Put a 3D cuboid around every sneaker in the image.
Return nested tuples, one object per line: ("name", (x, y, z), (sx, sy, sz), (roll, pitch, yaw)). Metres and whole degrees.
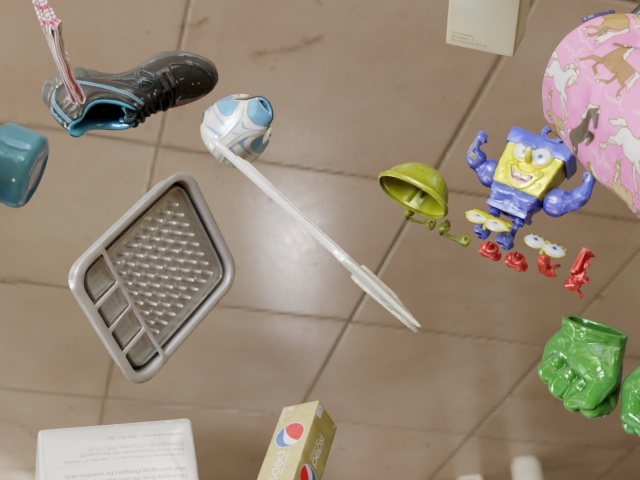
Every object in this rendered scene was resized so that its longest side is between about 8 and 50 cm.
("sneaker", (-0.094, -0.135, 1.165), (0.086, 0.237, 0.085), (-33, 102, 1))
("sneaker", (-0.346, -0.267, 1.868), (0.341, 0.139, 0.125), (-16, 138, -22))

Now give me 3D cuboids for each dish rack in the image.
("dish rack", (-0.312, 0.063, 1.802), (0.072, 0.333, 0.285), (7, 133, 39))

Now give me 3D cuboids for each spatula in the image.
("spatula", (0.000, 0.000, 0.893), (0.019, 0.242, 0.168), (-49, 172, 3))

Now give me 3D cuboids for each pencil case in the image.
("pencil case", (0.354, -0.097, 0.928), (0.160, 0.386, 0.167), (3, 118, -15))

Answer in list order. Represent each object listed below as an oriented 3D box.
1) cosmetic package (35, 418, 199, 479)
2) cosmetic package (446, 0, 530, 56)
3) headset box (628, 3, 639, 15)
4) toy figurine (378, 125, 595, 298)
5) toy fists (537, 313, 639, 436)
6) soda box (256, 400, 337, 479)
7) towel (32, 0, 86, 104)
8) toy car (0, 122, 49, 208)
("cosmetic package", (-0.181, 0.372, 0.889), (0.155, 0.365, 0.197), (-1, 143, -18))
("cosmetic package", (0.362, -0.558, 2.055), (0.160, 0.113, 0.309), (15, 137, 18))
("headset box", (0.519, -0.234, 1.312), (0.283, 0.131, 0.246), (-43, 139, -5))
("toy figurine", (0.301, -0.090, 1.534), (0.363, 0.217, 0.191), (26, 171, 30))
("toy fists", (0.458, 0.219, 1.471), (0.279, 0.142, 0.096), (20, -167, 35))
("soda box", (-0.036, 0.302, 1.307), (0.061, 0.181, 0.058), (-15, 120, 27))
("towel", (-0.401, -0.310, 1.485), (0.029, 0.197, 0.144), (-21, 133, -10))
("toy car", (-0.353, -0.091, 0.766), (0.219, 0.210, 0.238), (22, 151, -2))
